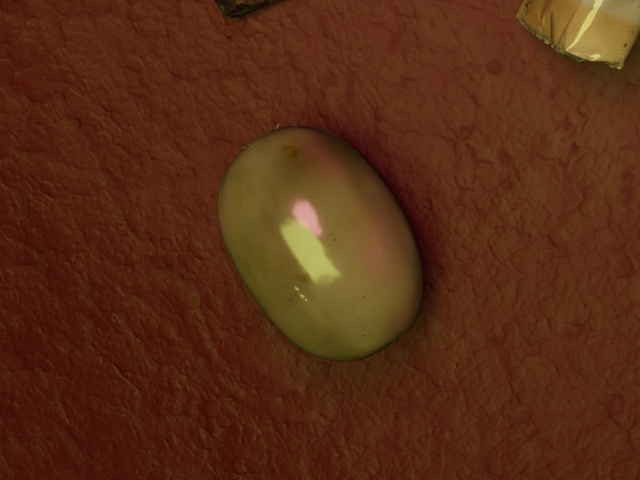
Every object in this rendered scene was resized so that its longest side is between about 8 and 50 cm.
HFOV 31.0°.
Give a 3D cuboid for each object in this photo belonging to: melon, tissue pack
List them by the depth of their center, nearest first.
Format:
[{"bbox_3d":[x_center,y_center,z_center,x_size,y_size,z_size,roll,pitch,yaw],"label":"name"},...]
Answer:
[{"bbox_3d":[0.316,-0.315,1.286,0.090,0.186,0.222,17,111,-18],"label":"tissue pack"},{"bbox_3d":[0.000,0.000,1.454,0.223,0.223,0.317,-35,85,23],"label":"melon"}]

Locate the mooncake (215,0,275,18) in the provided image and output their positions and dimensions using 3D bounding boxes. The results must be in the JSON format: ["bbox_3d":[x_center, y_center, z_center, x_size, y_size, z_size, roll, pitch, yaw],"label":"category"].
[{"bbox_3d":[-0.097,-0.357,1.481,0.130,0.073,0.125,-26,95,25],"label":"mooncake"}]
